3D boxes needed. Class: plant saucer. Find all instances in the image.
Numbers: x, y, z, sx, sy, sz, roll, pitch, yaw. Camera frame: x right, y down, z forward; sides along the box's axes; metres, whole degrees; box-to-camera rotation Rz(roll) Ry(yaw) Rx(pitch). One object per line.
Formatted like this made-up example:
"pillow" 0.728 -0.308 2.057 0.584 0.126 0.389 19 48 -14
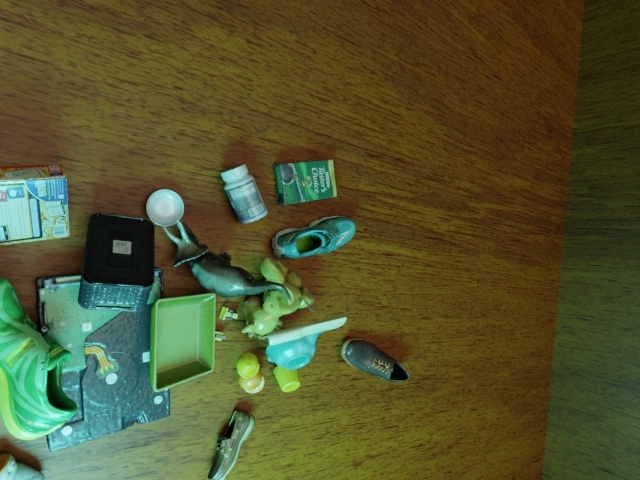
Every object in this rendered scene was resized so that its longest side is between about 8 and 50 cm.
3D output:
"plant saucer" -0.310 0.214 0.955 0.188 0.045 0.188 5 85 -65

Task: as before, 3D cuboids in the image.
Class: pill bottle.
"pill bottle" -0.191 -0.117 1.076 0.078 0.078 0.137 -32 110 -32

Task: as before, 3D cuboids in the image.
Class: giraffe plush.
"giraffe plush" -0.123 0.168 1.104 0.170 0.210 0.181 -44 127 6

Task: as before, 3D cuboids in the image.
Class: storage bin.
"storage bin" -0.399 0.041 0.853 0.122 0.084 0.180 8 45 -28

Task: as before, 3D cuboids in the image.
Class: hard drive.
"hard drive" -0.447 0.232 0.906 0.237 0.064 0.338 -6 96 -37

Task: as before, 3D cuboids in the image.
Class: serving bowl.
"serving bowl" -0.356 -0.074 0.983 0.084 0.027 0.083 -1 92 -38

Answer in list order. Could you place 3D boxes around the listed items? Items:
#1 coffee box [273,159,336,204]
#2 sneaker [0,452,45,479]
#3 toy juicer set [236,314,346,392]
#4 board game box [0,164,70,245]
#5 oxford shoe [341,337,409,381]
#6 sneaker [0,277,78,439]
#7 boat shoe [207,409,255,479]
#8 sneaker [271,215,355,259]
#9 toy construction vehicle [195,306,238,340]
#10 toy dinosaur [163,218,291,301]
"coffee box" -0.039 -0.166 1.213 0.184 0.041 0.113 -11 99 -36
"sneaker" -0.613 0.532 0.776 0.121 0.099 0.262 47 66 -34
"toy juicer set" -0.100 0.266 1.066 0.210 0.089 0.328 5 133 -30
"board game box" -0.561 -0.059 0.768 0.194 0.045 0.146 -10 137 -37
"oxford shoe" 0.178 0.379 1.366 0.272 0.099 0.096 32 73 -34
"sneaker" -0.514 0.196 0.767 0.124 0.109 0.295 -19 95 -6
"boat shoe" -0.234 0.513 1.085 0.060 0.064 0.177 42 61 -25
"sneaker" 0.000 0.000 1.208 0.276 0.110 0.106 -20 104 -36
"toy construction vehicle" -0.256 0.204 1.068 0.098 0.035 0.085 26 77 -35
"toy dinosaur" -0.219 0.085 0.980 0.120 0.314 0.160 -57 162 2
